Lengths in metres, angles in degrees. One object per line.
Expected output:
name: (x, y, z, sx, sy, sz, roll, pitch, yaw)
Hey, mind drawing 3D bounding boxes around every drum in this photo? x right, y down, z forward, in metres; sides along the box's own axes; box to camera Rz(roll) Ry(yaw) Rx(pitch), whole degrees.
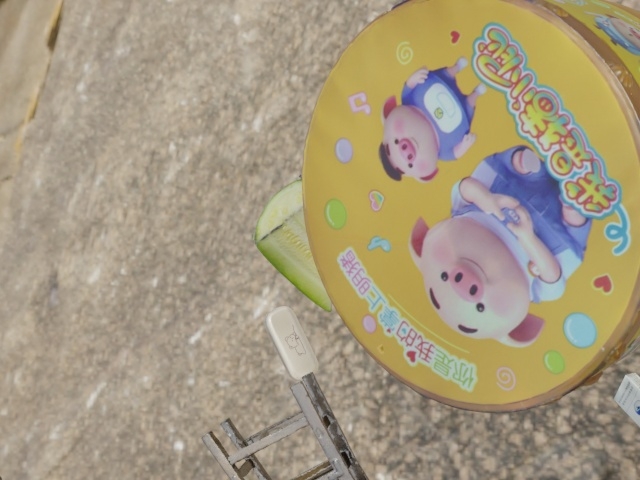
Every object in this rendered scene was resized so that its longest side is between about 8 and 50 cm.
drum: (0.192, -0.052, 0.851, 0.431, 0.214, 0.432, 13, 108, 44)

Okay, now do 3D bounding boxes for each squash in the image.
squash: (0.000, 0.000, 1.723, 0.203, 0.288, 0.111, -37, 41, 14)

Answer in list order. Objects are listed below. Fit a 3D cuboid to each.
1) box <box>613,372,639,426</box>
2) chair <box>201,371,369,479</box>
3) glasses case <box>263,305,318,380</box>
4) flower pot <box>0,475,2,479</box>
box: (0.491, 0.250, 1.241, 0.083, 0.024, 0.054, -125, 40, -48)
chair: (-0.027, 0.518, 1.677, 0.240, 0.203, 0.416, -30, 84, 3)
glasses case: (-0.075, 0.263, 2.079, 0.196, 0.083, 0.050, 62, 159, 3)
flower pot: (-0.644, 0.456, 1.315, 0.189, 0.209, 0.239, 1, 40, 46)
